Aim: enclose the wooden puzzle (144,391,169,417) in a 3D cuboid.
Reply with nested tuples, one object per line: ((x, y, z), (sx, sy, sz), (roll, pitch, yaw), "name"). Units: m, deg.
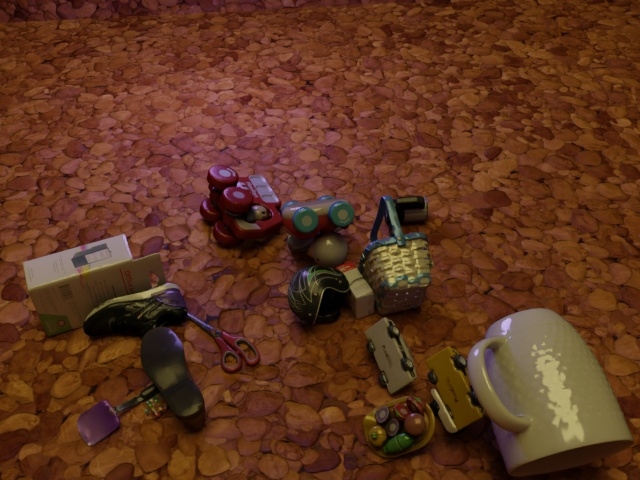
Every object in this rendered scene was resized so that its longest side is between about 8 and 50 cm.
((-0.409, 0.415, 1.716), (0.083, 0.006, 0.049), (-36, 79, -31), "wooden puzzle")

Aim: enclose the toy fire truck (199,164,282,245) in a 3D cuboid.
((-0.236, -0.117, 2.198), (0.254, 0.169, 0.302), (-5, 41, -32), "toy fire truck")

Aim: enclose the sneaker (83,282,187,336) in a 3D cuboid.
((-0.512, 0.218, 1.877), (0.283, 0.107, 0.124), (-21, 56, -16), "sneaker")

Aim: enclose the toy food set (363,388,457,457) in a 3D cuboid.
((0.195, 0.428, 1.590), (0.218, 0.071, 0.128), (-26, 60, 13), "toy food set")

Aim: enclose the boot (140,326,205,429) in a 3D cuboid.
((-0.375, 0.352, 1.719), (0.112, 0.115, 0.305), (-25, 51, -15), "boot")

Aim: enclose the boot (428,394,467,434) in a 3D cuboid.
((0.340, 0.419, 1.683), (0.121, 0.045, 0.099), (-34, 50, -21), "boot")

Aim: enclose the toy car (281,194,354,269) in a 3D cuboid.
((0.000, 0.000, 2.011), (0.210, 0.238, 0.219), (-10, 11, -12), "toy car")

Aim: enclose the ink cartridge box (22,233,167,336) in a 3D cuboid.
((-0.625, 0.115, 1.908), (0.353, 0.207, 0.119), (-17, 47, -17), "ink cartridge box")

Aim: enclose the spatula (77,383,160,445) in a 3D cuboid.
((-0.474, 0.407, 1.720), (0.296, 0.030, 0.084), (-29, 72, -31), "spatula")

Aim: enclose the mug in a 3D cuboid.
((0.473, 0.328, 1.515), (0.374, 0.276, 0.328), (12, 52, -36), "mug")

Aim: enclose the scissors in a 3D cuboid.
((-0.280, 0.261, 1.887), (0.109, 0.021, 0.297), (-29, 49, -23), "scissors")

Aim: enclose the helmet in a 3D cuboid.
((-0.014, 0.151, 1.893), (0.161, 0.169, 0.169), (-6, 41, -27), "helmet")

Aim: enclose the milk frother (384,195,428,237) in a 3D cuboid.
((0.281, -0.071, 2.182), (0.134, 0.129, 0.143), (-4, 86, -2), "milk frother")

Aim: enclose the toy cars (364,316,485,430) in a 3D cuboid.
((0.267, 0.329, 1.702), (0.087, 0.176, 0.393), (12, 7, -46), "toy cars")

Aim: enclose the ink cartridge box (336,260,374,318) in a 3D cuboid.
((0.098, 0.144, 1.940), (0.056, 0.099, 0.135), (-20, 46, -15), "ink cartridge box")

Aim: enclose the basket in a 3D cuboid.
((0.206, 0.049, 1.939), (0.201, 0.255, 0.289), (-13, 63, -11), "basket")

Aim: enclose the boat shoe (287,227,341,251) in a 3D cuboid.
((-0.008, -0.033, 2.143), (0.227, 0.081, 0.079), (-27, 77, -17), "boat shoe")
